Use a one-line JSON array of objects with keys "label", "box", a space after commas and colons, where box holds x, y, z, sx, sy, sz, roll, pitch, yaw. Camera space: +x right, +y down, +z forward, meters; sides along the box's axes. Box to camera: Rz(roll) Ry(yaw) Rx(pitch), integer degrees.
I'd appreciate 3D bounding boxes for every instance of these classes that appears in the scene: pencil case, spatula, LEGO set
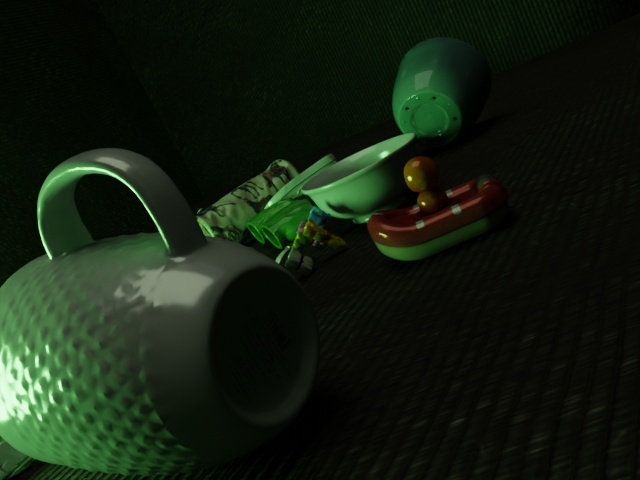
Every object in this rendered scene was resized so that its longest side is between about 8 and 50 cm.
[{"label": "pencil case", "box": [-0.228, -0.100, 1.853, 0.410, 0.184, 0.159, -38, -23, -33]}, {"label": "spatula", "box": [-0.083, 0.036, 1.388, 0.084, 0.030, 0.296, -15, 17, 39]}, {"label": "LEGO set", "box": [0.000, 0.000, 1.278, 0.087, 0.093, 0.227, -56, 8, 22]}]

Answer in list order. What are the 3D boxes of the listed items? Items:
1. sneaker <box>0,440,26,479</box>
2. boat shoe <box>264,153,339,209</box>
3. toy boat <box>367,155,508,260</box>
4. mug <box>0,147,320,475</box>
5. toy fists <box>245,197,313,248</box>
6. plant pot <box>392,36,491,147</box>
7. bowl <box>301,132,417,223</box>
[{"label": "sneaker", "box": [-0.514, 0.373, 0.905, 0.158, 0.061, 0.065, -40, -8, -49]}, {"label": "boat shoe", "box": [-0.043, -0.148, 1.784, 0.268, 0.088, 0.096, -38, -5, -15]}, {"label": "toy boat", "box": [0.182, -0.067, 0.995, 0.231, 0.151, 0.151, -24, 13, 11]}, {"label": "mug", "box": [-0.194, 0.080, 0.674, 0.328, 0.373, 0.276, -9, 16, 36]}, {"label": "toy fists", "box": [-0.094, -0.049, 1.608, 0.142, 0.096, 0.279, -38, 16, -14]}, {"label": "plant pot", "box": [0.346, -0.414, 1.786, 0.293, 0.293, 0.235, -18, 33, 35]}, {"label": "bowl", "box": [0.114, -0.129, 1.416, 0.298, 0.134, 0.298, -25, 14, 6]}]
